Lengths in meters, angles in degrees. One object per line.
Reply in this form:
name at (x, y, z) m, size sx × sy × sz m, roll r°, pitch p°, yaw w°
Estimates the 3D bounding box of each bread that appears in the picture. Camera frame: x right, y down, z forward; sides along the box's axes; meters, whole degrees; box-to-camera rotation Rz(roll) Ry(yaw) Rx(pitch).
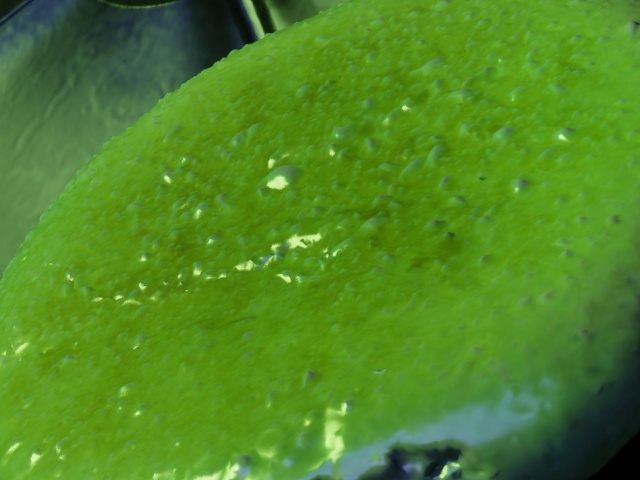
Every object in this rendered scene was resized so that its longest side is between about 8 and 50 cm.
bread at (0.002, -0.004, 0.544) m, size 0.301 × 0.045 × 0.301 m, roll -21°, pitch 34°, yaw 15°
